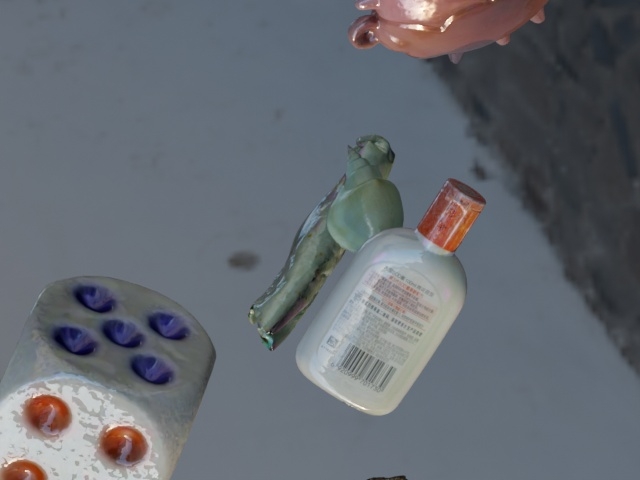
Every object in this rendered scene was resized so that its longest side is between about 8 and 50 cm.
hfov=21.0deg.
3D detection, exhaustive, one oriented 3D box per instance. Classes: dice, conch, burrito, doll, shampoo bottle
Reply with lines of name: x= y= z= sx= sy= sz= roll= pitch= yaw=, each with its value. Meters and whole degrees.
dice: x=-0.297 y=0.221 z=2.283 sx=0.243 sy=0.251 sz=0.259 roll=-72 pitch=5 yaw=-60
conch: x=0.050 y=-0.040 z=1.989 sx=0.065 sy=0.088 sz=0.180 roll=91 pitch=165 yaw=-53
burrito: x=0.002 y=0.000 z=2.118 sx=0.309 sy=0.066 sz=0.096 roll=-59 pitch=1 yaw=-20
doll: x=0.139 y=-0.237 z=1.482 sx=0.211 sy=0.262 sz=0.093 roll=40 pitch=-161 yaw=-51
shampoo bottle: x=0.072 y=0.046 z=1.534 sx=0.221 sy=0.108 sz=0.051 roll=-58 pitch=2 yaw=15

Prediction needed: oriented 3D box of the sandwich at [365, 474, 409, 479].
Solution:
sandwich: x=0.085 y=0.411 z=1.726 sx=0.254 sy=0.100 sz=0.288 roll=-97 pitch=-8 yaw=-59
